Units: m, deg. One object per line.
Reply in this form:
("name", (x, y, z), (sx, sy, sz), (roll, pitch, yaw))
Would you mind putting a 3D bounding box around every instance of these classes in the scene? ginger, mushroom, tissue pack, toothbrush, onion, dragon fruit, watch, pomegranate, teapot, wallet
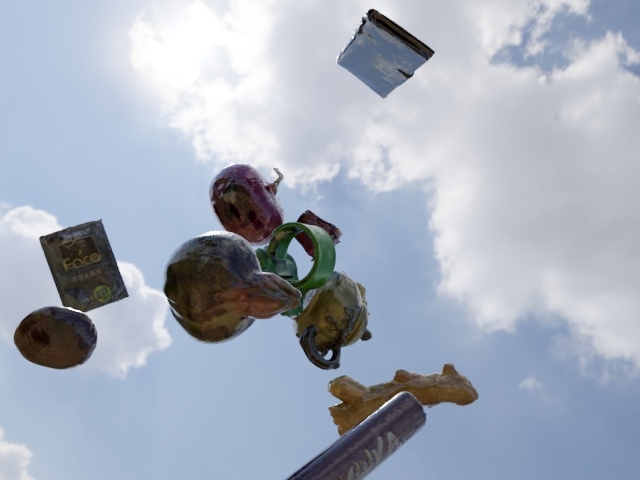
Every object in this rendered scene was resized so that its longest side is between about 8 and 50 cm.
("ginger", (0.160, 0.303, 1.113), (0.298, 0.065, 0.118), (-5, -87, -11))
("mushroom", (-0.417, 0.158, 0.915), (0.123, 0.052, 0.123), (-7, -59, -12))
("tissue pack", (-0.644, 0.076, 1.586), (0.073, 0.173, 0.236), (-24, -95, 62))
("toothbrush", (-0.051, 0.214, 0.409), (0.040, 0.363, 0.041), (31, -45, 38))
("onion", (-0.183, -0.087, 1.410), (0.200, 0.200, 0.208), (-2, -87, 33))
("dragon fruit", (0.000, 0.000, 1.425), (0.096, 0.102, 0.147), (48, -1, -43))
("watch", (-0.039, 0.052, 1.145), (0.152, 0.131, 0.166), (-30, -111, 24))
("pomegranate", (-0.113, 0.060, 0.684), (0.163, 0.125, 0.138), (21, -60, 45))
("teapot", (0.033, 0.172, 1.253), (0.182, 0.270, 0.173), (34, -53, -17))
("wallet", (0.138, -0.424, 1.337), (0.168, 0.044, 0.317), (32, -6, -9))

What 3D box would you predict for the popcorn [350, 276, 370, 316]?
("popcorn", (0.046, 0.155, 1.471), (0.173, 0.142, 0.174), (-2, -48, -2))
